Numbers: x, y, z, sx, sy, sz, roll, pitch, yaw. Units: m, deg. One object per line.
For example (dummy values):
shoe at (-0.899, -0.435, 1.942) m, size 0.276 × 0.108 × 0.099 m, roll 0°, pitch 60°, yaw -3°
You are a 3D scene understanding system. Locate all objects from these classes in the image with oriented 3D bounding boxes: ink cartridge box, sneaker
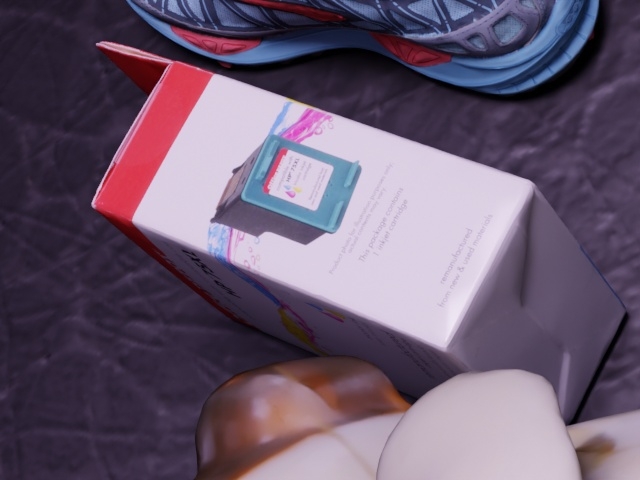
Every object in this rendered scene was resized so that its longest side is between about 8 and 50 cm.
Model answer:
ink cartridge box at (0.000, 0.000, 0.841) m, size 0.231 × 0.134 × 0.078 m, roll 21°, pitch 77°, yaw 33°
sneaker at (-0.001, -0.149, 0.920) m, size 0.262 × 0.125 × 0.104 m, roll 9°, pitch 69°, yaw 29°

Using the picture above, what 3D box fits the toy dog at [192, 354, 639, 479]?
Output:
toy dog at (0.107, 0.132, 0.619) m, size 0.408 × 0.284 × 0.395 m, roll -8°, pitch 22°, yaw 36°
